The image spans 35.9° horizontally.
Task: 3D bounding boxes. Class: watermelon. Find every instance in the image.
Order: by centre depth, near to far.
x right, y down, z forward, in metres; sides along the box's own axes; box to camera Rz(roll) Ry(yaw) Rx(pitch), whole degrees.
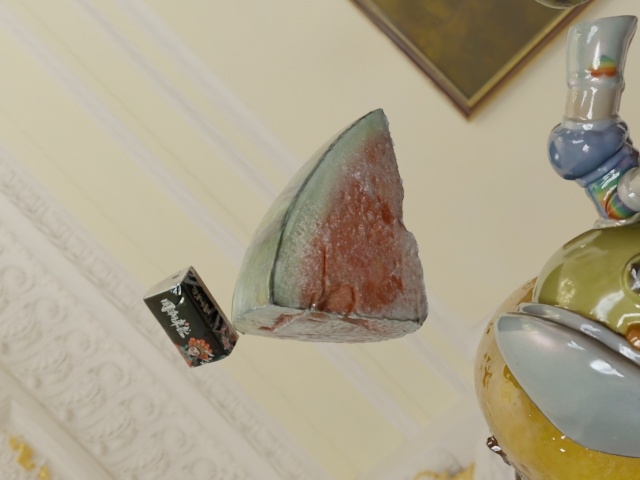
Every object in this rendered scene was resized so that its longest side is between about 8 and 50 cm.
[{"bbox_3d":[0.032,0.013,1.051,0.201,0.213,0.262,30,-113,-6],"label":"watermelon"}]

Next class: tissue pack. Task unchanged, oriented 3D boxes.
[{"bbox_3d":[-0.237,0.142,1.818,0.170,0.103,0.090,59,-151,-16],"label":"tissue pack"}]

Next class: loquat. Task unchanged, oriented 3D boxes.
[{"bbox_3d":[0.351,0.164,1.153,0.328,0.359,0.328,44,-176,-4],"label":"loquat"}]

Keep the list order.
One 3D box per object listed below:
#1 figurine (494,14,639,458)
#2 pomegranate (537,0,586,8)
[{"bbox_3d":[0.254,0.001,0.887,0.224,0.205,0.382,34,-128,-70],"label":"figurine"},{"bbox_3d":[0.378,-0.393,1.414,0.220,0.156,0.156,24,-147,-6],"label":"pomegranate"}]
